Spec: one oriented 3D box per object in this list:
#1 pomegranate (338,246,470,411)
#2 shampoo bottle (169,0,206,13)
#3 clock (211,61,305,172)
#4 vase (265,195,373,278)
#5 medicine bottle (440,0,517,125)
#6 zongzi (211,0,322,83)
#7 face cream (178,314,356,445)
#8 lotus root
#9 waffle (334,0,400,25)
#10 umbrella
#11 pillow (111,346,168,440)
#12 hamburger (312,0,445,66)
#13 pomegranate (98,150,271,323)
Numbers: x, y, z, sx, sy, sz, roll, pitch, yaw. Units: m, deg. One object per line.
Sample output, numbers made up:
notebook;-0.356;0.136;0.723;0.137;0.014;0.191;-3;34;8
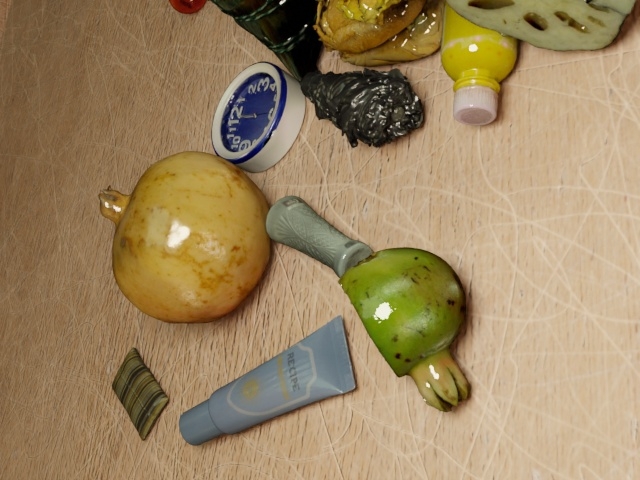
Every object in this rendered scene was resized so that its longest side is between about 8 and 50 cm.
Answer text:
pomegranate;0.143;0.111;1.123;0.159;0.190;0.241;-30;47;3
shampoo bottle;-0.391;-0.728;2.112;0.104;0.104;0.278;-47;45;21
clock;-0.133;-0.262;1.654;0.230;0.083;0.231;-22;59;41
vase;0.000;0.000;1.388;0.219;0.096;0.096;32;97;45
medicine bottle;0.251;-0.292;1.232;0.121;0.121;0.213;-10;66;44
zongzi;-0.066;-0.558;1.549;0.319;0.383;0.362;-2;59;41
face cream;-0.100;0.270;1.377;0.385;0.086;0.136;-31;52;28
lotus root;0.339;-0.435;1.145;0.266;0.149;0.260;19;73;11
waffle;0.129;-0.468;1.192;0.302;0.068;0.325;-61;21;0
umbrella;0.054;-0.245;1.427;0.336;0.128;0.154;15;68;54
pillow;-0.399;0.332;1.690;0.203;0.038;0.113;38;101;47
hamburger;0.128;-0.467;1.411;0.318;0.158;0.319;-20;60;39
pomegranate;-0.268;-0.007;1.485;0.342;0.342;0.343;-21;58;39
